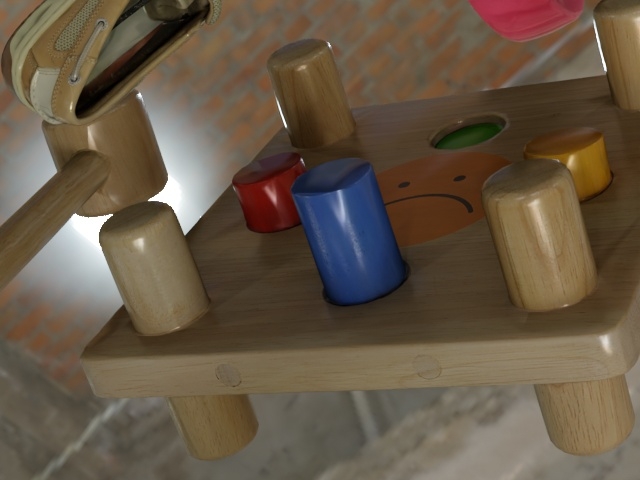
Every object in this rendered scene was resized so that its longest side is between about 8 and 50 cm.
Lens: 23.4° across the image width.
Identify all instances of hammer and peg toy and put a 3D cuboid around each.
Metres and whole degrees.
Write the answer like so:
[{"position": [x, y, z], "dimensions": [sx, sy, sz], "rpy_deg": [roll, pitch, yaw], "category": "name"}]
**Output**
[{"position": [0.000, 0.000, 0.745], "dimensions": [0.361, 0.127, 0.266], "rpy_deg": [-5, -153, 27], "category": "hammer and peg toy"}]

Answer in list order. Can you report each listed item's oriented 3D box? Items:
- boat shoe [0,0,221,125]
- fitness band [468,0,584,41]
[{"position": [-0.068, -0.126, 0.750], "dimensions": [0.190, 0.068, 0.072], "rpy_deg": [-52, -136, -7], "category": "boat shoe"}, {"position": [0.086, -0.263, 0.969], "dimensions": [0.054, 0.291, 0.209], "rpy_deg": [-24, -169, 21], "category": "fitness band"}]
